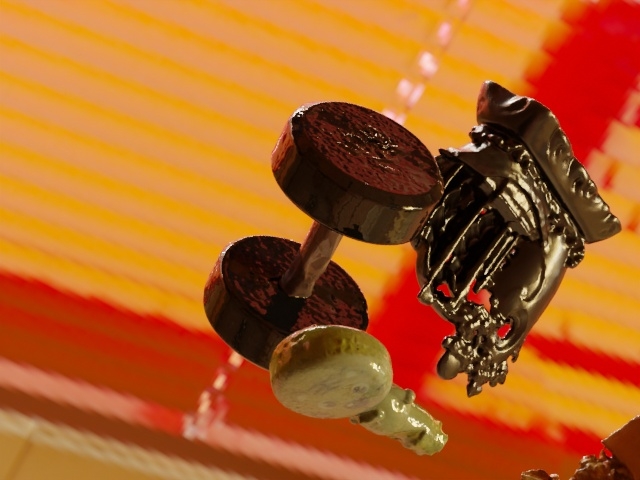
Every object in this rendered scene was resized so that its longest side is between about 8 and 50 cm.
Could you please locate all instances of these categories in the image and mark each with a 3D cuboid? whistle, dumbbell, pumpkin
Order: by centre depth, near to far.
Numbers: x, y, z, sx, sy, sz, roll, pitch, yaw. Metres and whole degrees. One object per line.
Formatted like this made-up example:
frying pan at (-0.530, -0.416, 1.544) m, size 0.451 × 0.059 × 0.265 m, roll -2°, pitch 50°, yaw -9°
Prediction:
whistle at (0.039, 0.129, 1.611) m, size 0.198 × 0.104 × 0.057 m, roll 33°, pitch -137°, yaw -40°
dumbbell at (0.000, 0.000, 1.680) m, size 0.152 × 0.218 × 0.152 m, roll 20°, pitch -149°, yaw -13°
pumpkin at (0.360, 0.293, 2.197) m, size 0.280 × 0.190 × 0.139 m, roll 11°, pitch -146°, yaw -45°

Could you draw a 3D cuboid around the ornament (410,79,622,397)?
ornament at (0.167, 0.008, 1.886) m, size 0.106 × 0.260 × 0.251 m, roll 23°, pitch 158°, yaw 47°
